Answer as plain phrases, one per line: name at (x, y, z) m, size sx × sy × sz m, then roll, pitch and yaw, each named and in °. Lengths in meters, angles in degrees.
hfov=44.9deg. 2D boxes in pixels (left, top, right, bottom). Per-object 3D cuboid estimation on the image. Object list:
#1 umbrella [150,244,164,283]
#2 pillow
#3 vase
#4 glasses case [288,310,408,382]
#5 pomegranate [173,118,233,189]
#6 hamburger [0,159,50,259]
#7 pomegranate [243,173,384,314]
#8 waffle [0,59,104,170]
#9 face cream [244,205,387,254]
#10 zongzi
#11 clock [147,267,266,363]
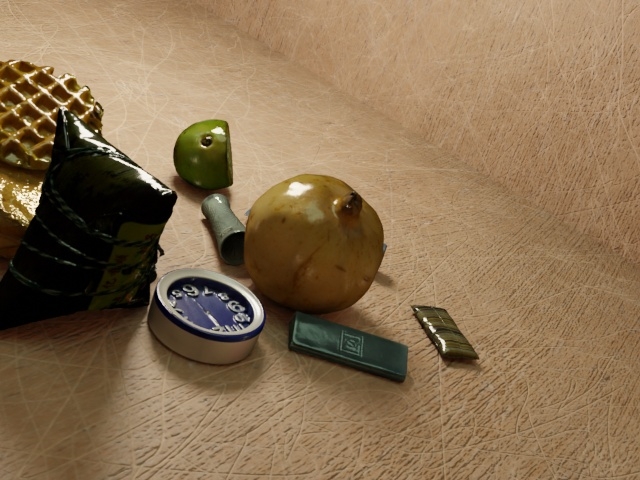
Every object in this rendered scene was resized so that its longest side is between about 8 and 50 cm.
umbrella at (-0.402, -0.026, 1.725) m, size 0.154 × 0.128 × 0.337 m, roll -13°, pitch 47°, yaw -29°
pillow at (0.308, 0.224, 1.922) m, size 0.113 × 0.038 × 0.203 m, roll 10°, pitch 28°, yaw -26°
vase at (-0.233, -0.036, 1.913) m, size 0.096 × 0.096 × 0.219 m, roll 8°, pitch 26°, yaw -30°
glasses case at (0.063, 0.227, 1.688) m, size 0.266 × 0.056 × 0.105 m, roll 18°, pitch 25°, yaw -11°
pomegranate at (-0.322, -0.244, 2.141) m, size 0.159 × 0.190 × 0.241 m, roll -3°, pitch 28°, yaw 1°
hamburger at (-0.582, -0.061, 1.579) m, size 0.318 × 0.158 × 0.319 m, roll 19°, pitch 24°, yaw -9°
pomegranate at (0.000, 0.000, 1.753) m, size 0.342 × 0.343 × 0.342 m, roll 19°, pitch 25°, yaw -9°
waffle at (-0.605, -0.273, 1.633) m, size 0.301 × 0.068 × 0.325 m, roll 2°, pitch 53°, yaw -30°
face cream at (-0.009, -0.025, 2.093) m, size 0.385 × 0.086 × 0.135 m, roll 21°, pitch 25°, yaw 6°
zongzi at (-0.451, 0.016, 1.375) m, size 0.319 × 0.384 × 0.362 m, roll 33°, pitch 39°, yaw 31°
clock at (-0.230, 0.150, 1.563) m, size 0.230 × 0.083 × 0.230 m, roll 21°, pitch 25°, yaw -11°
